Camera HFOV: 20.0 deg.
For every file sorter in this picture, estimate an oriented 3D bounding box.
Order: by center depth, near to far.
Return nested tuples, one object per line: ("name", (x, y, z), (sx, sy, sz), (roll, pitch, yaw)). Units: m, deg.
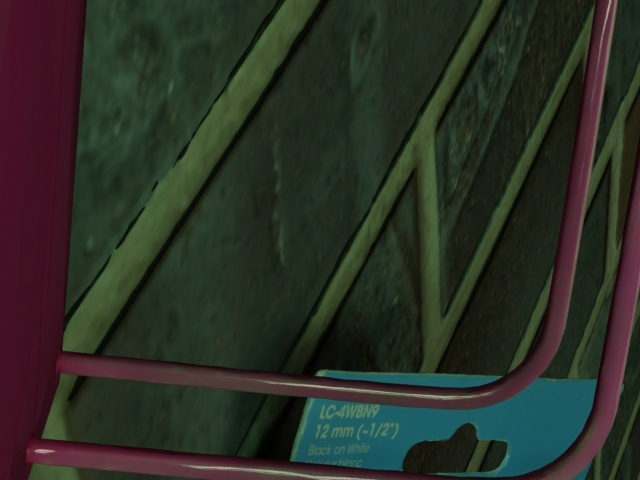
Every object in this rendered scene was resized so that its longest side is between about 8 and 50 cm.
("file sorter", (0.000, 0.000, 0.413), (0.291, 0.182, 0.202), (-92, -172, -72))

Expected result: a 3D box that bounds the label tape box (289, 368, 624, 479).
("label tape box", (0.071, 0.242, 0.846), (0.249, 0.115, 0.348), (7, 99, -50))
